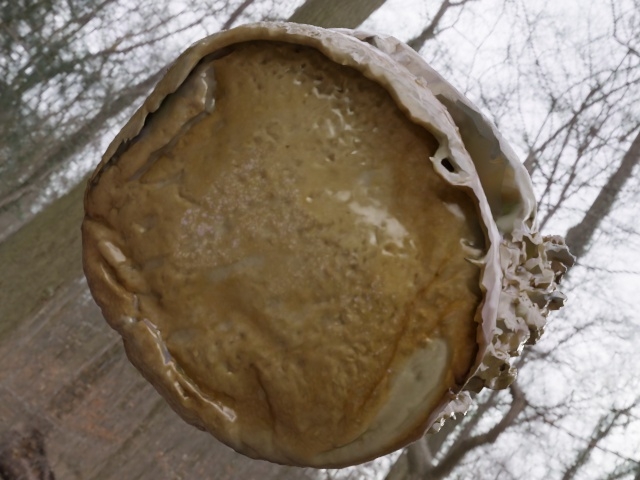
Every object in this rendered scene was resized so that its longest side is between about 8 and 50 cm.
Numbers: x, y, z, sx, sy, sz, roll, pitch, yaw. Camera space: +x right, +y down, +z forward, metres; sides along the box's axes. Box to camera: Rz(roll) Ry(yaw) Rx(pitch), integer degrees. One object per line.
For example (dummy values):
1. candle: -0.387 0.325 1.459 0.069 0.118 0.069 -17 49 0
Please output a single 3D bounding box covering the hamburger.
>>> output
1. hamburger: 0.000 0.000 0.442 0.285 0.146 0.243 3 -73 14
